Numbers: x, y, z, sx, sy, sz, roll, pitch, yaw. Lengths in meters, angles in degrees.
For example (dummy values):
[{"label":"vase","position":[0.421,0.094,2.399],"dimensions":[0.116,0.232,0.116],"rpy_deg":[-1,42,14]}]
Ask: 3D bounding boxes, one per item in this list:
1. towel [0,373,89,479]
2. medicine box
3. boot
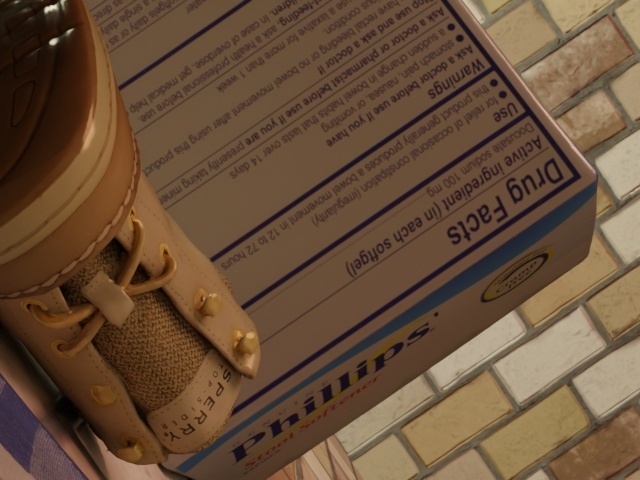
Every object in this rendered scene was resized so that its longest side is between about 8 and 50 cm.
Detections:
[{"label":"towel","position":[-0.095,0.041,0.262],"dimensions":[0.209,0.034,0.285],"rpy_deg":[54,-3,-12]},{"label":"medicine box","position":[-0.032,-0.049,0.824],"dimensions":[0.289,0.263,0.149],"rpy_deg":[56,-1,17]},{"label":"boot","position":[-0.086,0.008,0.529],"dimensions":[0.203,0.095,0.262],"rpy_deg":[57,-12,-28]}]
